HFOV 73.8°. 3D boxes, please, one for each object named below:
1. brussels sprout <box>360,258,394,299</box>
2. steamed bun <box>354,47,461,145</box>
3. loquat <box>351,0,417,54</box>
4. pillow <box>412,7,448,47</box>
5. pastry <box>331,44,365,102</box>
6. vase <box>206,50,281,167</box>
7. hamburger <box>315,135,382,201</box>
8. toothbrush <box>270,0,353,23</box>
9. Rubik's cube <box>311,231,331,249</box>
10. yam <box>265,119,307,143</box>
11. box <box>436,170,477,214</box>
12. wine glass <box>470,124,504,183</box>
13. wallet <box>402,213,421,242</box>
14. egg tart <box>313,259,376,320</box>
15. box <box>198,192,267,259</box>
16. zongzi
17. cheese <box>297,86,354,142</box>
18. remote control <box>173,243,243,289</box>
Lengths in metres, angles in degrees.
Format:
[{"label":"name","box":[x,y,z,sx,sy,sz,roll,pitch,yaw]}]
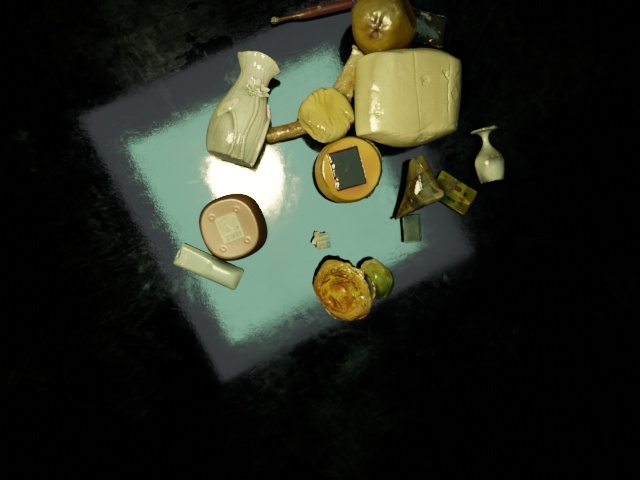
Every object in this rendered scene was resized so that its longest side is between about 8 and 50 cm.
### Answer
[{"label":"brussels sprout","box":[0.253,0.174,1.894,0.131,0.145,0.183,-12,102,-32]},{"label":"steamed bun","box":[0.344,-0.574,1.764,0.456,0.290,0.371,-4,102,-20]},{"label":"loquat","box":[0.249,-0.875,1.736,0.276,0.284,0.276,11,120,19]},{"label":"pillow","box":[0.449,-0.935,1.867,0.208,0.055,0.141,9,102,-5]},{"label":"pastry","box":[0.130,-0.692,1.833,0.121,0.089,0.258,28,92,3]},{"label":"vase","box":[-0.309,-0.535,1.733,0.250,0.250,0.445,17,87,-7]},{"label":"hamburger","box":[0.124,-0.299,1.820,0.300,0.176,0.300,0,98,-3]},{"label":"toothbrush","box":[-0.036,-0.977,1.820,0.364,0.041,0.041,-15,96,-5]},{"label":"Rubik's cube","box":[0.002,-0.002,1.887,0.084,0.073,0.075,4,111,-11]},{"label":"yam","box":[-0.071,-0.499,1.836,0.357,0.081,0.081,-17,96,-3]},{"label":"box","box":[0.604,-0.217,1.950,0.193,0.030,0.121,30,91,-7]},{"label":"wine glass","box":[0.749,-0.381,1.905,0.126,0.126,0.241,-9,94,-5]},{"label":"wallet","box":[0.416,-0.055,1.944,0.088,0.026,0.129,-6,94,-9]},{"label":"egg tart","box":[0.114,0.211,1.865,0.297,0.132,0.297,8,105,32]},{"label":"box","box":[-0.365,-0.050,1.773,0.301,0.216,0.301,-1,97,-6]},{"label":"zongzi","box":[0.398,-0.236,1.899,0.242,0.112,0.221,-26,83,15]},{"label":"cheese","box":[0.028,-0.514,1.744,0.226,0.117,0.214,41,75,8]},{"label":"remote control","box":[-0.487,0.118,1.854,0.293,0.051,0.103,25,92,-6]}]
